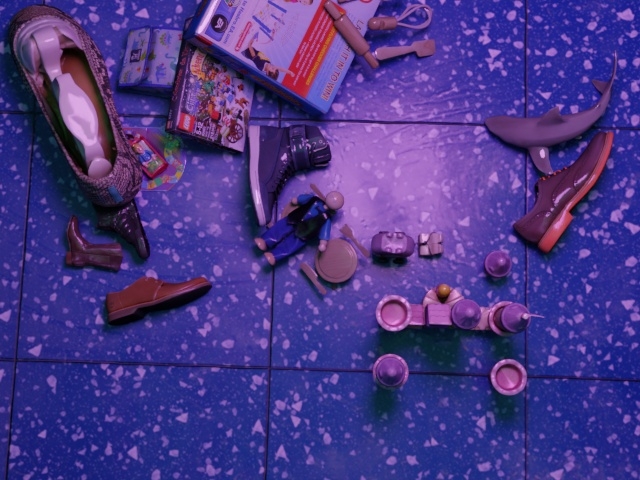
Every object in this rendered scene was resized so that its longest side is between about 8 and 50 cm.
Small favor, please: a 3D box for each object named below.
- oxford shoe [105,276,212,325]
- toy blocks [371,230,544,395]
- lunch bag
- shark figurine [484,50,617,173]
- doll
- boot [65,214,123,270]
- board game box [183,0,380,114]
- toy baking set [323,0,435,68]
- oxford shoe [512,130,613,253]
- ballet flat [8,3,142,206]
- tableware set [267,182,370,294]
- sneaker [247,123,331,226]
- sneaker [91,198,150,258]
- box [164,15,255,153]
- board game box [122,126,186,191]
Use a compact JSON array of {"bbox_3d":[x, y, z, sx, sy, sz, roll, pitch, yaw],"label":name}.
[{"bbox_3d":[-0.317,0.099,1.777,0.212,0.076,0.076,-15,71,-2],"label":"oxford shoe"},{"bbox_3d":[0.235,0.122,1.667,0.289,0.260,0.309,2,82,2],"label":"toy blocks"},{"bbox_3d":[-0.325,-0.358,1.834,0.151,0.096,0.129,8,82,13],"label":"lunch bag"},{"bbox_3d":[0.475,-0.245,1.770,0.278,0.116,0.166,-24,59,3],"label":"shark figurine"},{"bbox_3d":[-0.031,-0.028,1.764,0.189,0.046,0.129,-38,67,7],"label":"doll"},{"bbox_3d":[-0.442,0.004,1.808,0.114,0.037,0.106,3,95,5],"label":"boot"},{"bbox_3d":[-0.061,-0.450,1.776,0.302,0.086,0.308,29,82,-24],"label":"board game box"},{"bbox_3d":[0.125,-0.440,1.798,0.197,0.030,0.256,-43,111,-16],"label":"toy baking set"},{"bbox_3d":[0.476,-0.112,1.782,0.098,0.097,0.271,33,83,12],"label":"oxford shoe"},{"bbox_3d":[-0.481,-0.293,1.759,0.164,0.182,0.483,-26,77,-7],"label":"ballet flat"},{"bbox_3d":[0.000,0.000,1.800,0.128,0.039,0.194,-41,77,11],"label":"tableware set"},{"bbox_3d":[-0.058,-0.133,1.776,0.163,0.086,0.226,-2,62,-1],"label":"sneaker"},{"bbox_3d":[-0.400,-0.032,1.808,0.089,0.051,0.170,-19,77,-3],"label":"sneaker"},{"bbox_3d":[-0.208,-0.304,1.800,0.159,0.044,0.233,15,80,-38],"label":"box"},{"bbox_3d":[-0.355,-0.167,1.833,0.169,0.033,0.133,2,82,2],"label":"board game box"}]
